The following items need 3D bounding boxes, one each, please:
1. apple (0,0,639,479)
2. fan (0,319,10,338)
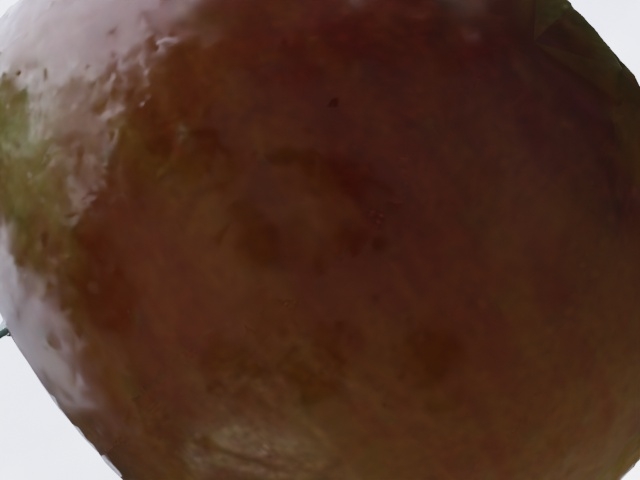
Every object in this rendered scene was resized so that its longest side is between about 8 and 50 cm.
[{"bbox_3d":[0.000,0.000,0.473,0.346,0.179,0.254,43,-100,-6],"label":"apple"},{"bbox_3d":[-0.261,0.088,0.742,0.016,0.038,0.193,-28,6,29],"label":"fan"}]
